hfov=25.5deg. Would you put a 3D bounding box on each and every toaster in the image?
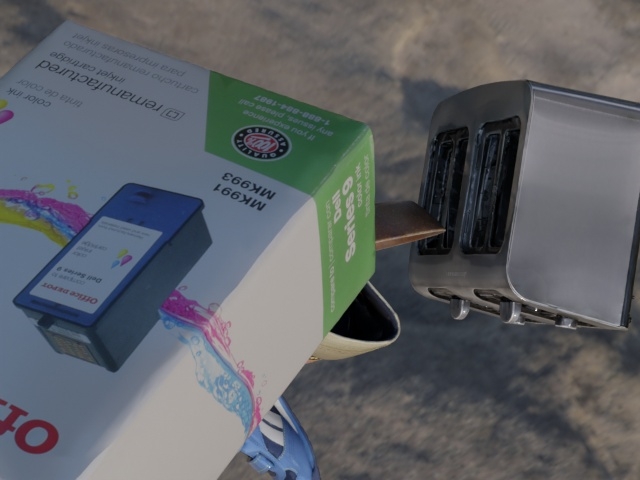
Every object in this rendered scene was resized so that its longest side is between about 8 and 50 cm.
[{"bbox_3d":[0.153,-0.029,1.012,0.110,0.168,0.186,11,86,-21],"label":"toaster"}]

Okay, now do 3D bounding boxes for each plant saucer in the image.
[{"bbox_3d":[0.000,0.000,0.956,0.168,0.168,0.029,-11,87,-23],"label":"plant saucer"}]

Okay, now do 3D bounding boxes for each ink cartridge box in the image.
[{"bbox_3d":[-0.094,0.024,0.548,0.154,0.093,0.212,22,51,22],"label":"ink cartridge box"}]

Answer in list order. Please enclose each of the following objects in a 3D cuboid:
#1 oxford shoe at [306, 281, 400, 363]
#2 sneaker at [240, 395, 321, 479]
[{"bbox_3d":[-0.067,-0.004,1.382,0.397,0.146,0.140,36,61,-41],"label":"oxford shoe"},{"bbox_3d":[-0.048,0.135,0.997,0.059,0.053,0.144,-29,86,-21],"label":"sneaker"}]
